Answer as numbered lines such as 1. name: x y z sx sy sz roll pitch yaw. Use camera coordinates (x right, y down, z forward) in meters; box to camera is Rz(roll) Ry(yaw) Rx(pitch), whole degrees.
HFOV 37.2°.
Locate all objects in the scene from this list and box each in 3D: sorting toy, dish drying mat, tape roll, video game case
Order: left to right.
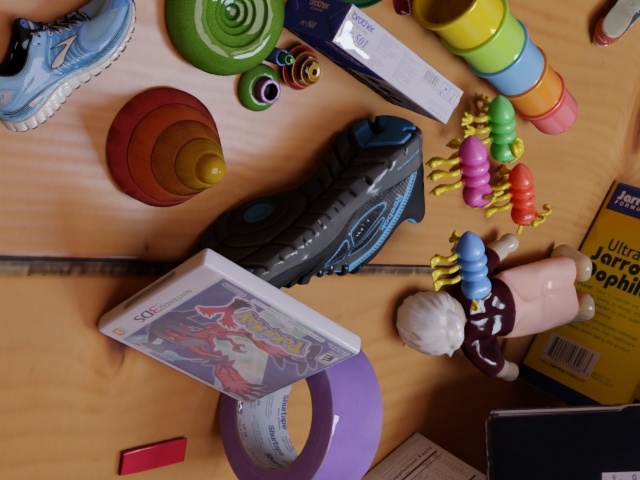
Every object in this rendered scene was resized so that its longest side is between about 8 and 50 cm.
1. dish drying mat: -0.189 0.244 1.077 0.083 0.008 0.032 -5 112 -41
2. video game case: -0.093 0.095 0.966 0.201 0.183 0.023 32 46 -30
3. sorting toy: -0.075 -0.190 0.898 0.127 0.126 0.365 23 93 -36
4. sorting toy: -0.037 -0.173 1.003 0.102 0.042 0.061 -36 129 -24
5. tape roll: -0.025 0.194 1.074 0.080 0.189 0.189 12 100 -44

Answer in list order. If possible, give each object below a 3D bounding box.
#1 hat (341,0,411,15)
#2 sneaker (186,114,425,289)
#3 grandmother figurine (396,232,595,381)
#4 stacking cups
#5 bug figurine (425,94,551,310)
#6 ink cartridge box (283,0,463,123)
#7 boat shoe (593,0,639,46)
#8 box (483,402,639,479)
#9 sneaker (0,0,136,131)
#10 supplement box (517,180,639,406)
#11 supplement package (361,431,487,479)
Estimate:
1. hat: 0.101 -0.305 0.960 0.173 0.183 0.208 17 93 -47
2. sneaker: 0.000 0.000 1.056 0.341 0.125 0.140 -35 130 -24
3. grandmother figurine: 0.248 0.098 1.344 0.342 0.104 0.208 -7 85 -37
4. stacking cups: 0.240 -0.228 1.187 0.316 0.096 0.096 29 88 -45
5. bug figurine: 0.214 -0.057 1.190 0.279 0.072 0.216 -47 130 -47
6. ink cartridge box: 0.058 -0.199 1.038 0.207 0.097 0.046 26 93 -45
7. boat shoe: 0.436 -0.329 1.355 0.137 0.049 0.043 -49 175 -17
8. box: 0.516 0.419 1.340 0.472 0.480 0.297 46 41 -59
9. sneaker: -0.227 -0.170 0.824 0.162 0.063 0.073 -49 130 -14
10. supplement box: 0.504 0.120 1.505 0.194 0.195 0.356 28 88 -45
11. supplement package: 0.138 0.453 1.361 0.204 0.145 0.262 -34 127 -27
